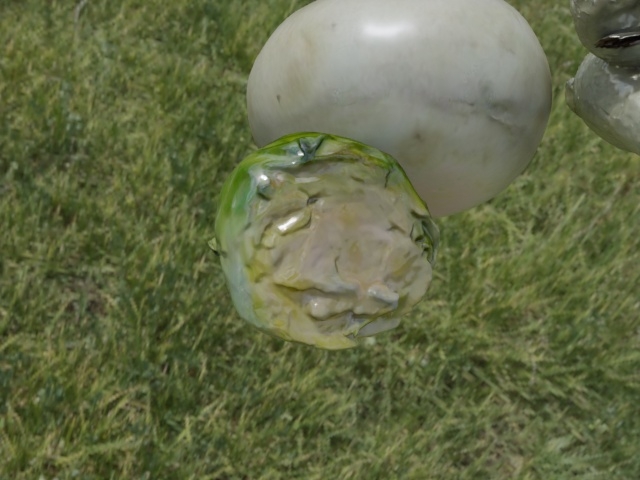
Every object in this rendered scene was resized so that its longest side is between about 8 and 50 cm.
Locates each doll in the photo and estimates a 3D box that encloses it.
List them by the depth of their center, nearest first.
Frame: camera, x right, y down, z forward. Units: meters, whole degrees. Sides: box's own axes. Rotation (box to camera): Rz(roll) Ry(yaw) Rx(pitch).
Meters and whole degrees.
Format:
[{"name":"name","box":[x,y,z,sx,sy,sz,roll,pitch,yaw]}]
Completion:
[{"name":"doll","box":[0.271,-0.163,0.677,0.175,0.278,0.149,11,51,16]}]

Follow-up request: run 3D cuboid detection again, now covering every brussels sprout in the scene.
[{"name":"brussels sprout","box":[-0.002,-0.003,0.657,0.152,0.149,0.122,58,-4,-14]}]

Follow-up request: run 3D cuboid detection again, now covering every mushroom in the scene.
[{"name":"mushroom","box":[0.064,-0.124,0.769,0.246,0.246,0.202,13,59,-15]}]
